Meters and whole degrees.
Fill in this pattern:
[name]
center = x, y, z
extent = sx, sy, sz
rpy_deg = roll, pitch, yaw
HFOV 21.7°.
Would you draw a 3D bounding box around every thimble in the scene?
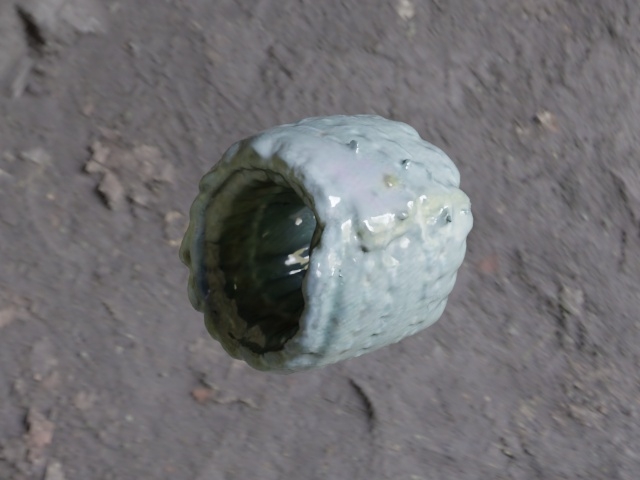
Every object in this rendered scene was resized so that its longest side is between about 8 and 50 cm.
[thimble]
center = 0.000, 0.000, 1.391
extent = 0.250, 0.172, 0.205
rpy_deg = -20, 86, 53
